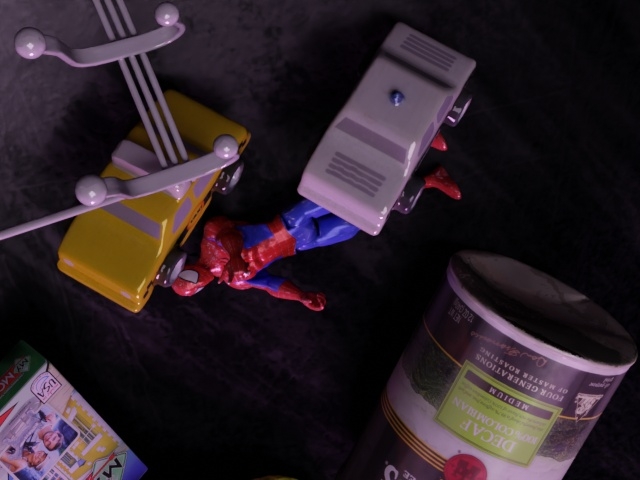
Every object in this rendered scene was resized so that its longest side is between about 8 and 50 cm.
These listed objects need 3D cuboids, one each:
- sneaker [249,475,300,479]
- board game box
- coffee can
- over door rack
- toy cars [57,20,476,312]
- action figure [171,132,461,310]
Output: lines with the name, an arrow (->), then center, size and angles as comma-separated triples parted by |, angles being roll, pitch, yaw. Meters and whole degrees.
sneaker -> -0.111, 0.303, 1.197 | 0.295, 0.109, 0.123 | 9, 160, -37
board game box -> -0.313, 0.267, 1.020 | 0.317, 0.046, 0.213 | -49, 142, -18
coffee can -> 0.159, 0.176, 1.152 | 0.201, 0.201, 0.275 | 15, 112, -27
over door rack -> -0.245, -0.109, 0.812 | 0.324, 0.108, 0.239 | -22, 84, -15
toy cars -> -0.037, -0.076, 0.947 | 0.393, 0.176, 0.087 | -18, 163, -10
action figure -> 0.000, 0.000, 1.035 | 0.280, 0.139, 0.091 | -24, 124, -3
